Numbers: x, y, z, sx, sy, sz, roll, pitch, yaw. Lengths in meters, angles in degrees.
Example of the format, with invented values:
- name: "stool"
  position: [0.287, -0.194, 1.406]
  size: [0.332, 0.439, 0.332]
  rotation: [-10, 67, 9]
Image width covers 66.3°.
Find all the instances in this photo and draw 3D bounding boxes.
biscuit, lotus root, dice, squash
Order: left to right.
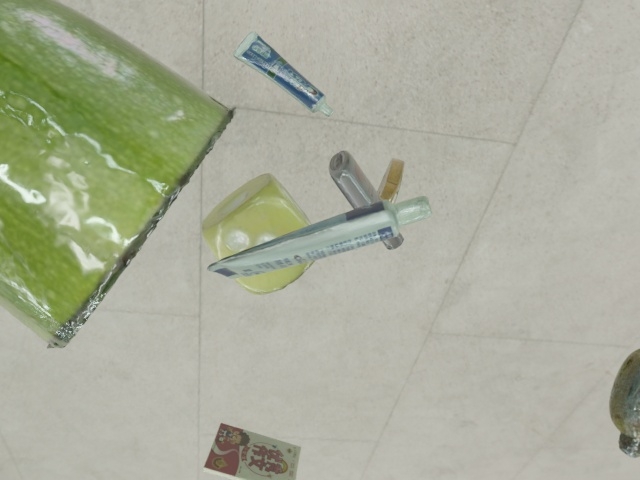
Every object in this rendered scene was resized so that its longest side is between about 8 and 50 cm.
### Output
- name: "squash"
  position: [-0.290, -0.101, 0.464]
  size: [0.309, 0.310, 0.310]
  rotation: [37, 119, -20]
- name: "dice"
  position: [-0.107, -0.012, 0.915]
  size: [0.166, 0.169, 0.169]
  rotation: [-36, 110, 4]
- name: "biscuit"
  position: [0.194, -0.106, 1.539]
  size: [0.057, 0.343, 0.287]
  rotation: [22, 122, 2]
- name: "lotus root"
  position: [0.565, 0.282, 0.848]
  size: [0.088, 0.113, 0.191]
  rotation: [31, 82, -35]

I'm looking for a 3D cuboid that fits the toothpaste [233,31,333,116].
- name: "toothpaste"
  position: [-0.058, -0.279, 0.845]
  size: [0.197, 0.035, 0.057]
  rotation: [38, 88, -4]

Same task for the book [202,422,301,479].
- name: "book"
  position: [-0.170, 0.562, 1.265]
  size: [0.232, 0.162, 0.022]
  rotation: [17, 111, -1]

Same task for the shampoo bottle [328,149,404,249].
- name: "shampoo bottle"
  position: [0.070, -0.054, 0.721]
  size: [0.040, 0.080, 0.165]
  rotation: [-31, 116, 17]

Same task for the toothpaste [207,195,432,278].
- name: "toothpaste"
  position: [0.000, 0.000, 0.470]
  size: [0.217, 0.037, 0.062]
  rotation: [-18, 158, 9]
